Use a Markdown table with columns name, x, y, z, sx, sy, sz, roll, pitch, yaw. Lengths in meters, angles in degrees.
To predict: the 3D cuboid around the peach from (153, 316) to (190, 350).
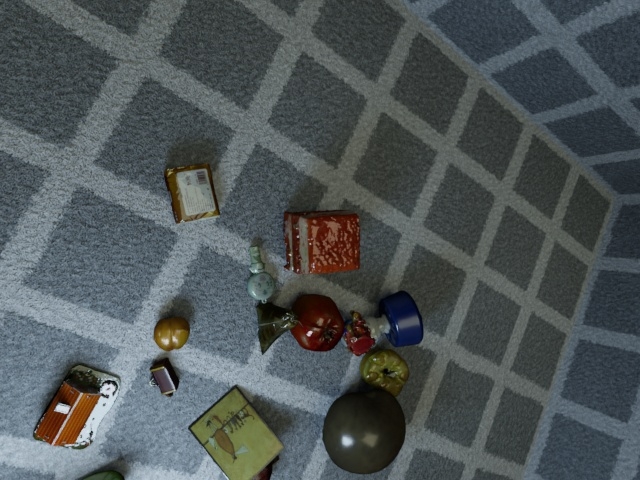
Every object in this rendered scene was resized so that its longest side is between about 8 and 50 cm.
| name | x | y | z | sx | sy | sz | roll | pitch | yaw |
| --- | --- | --- | --- | --- | --- | --- | --- | --- | --- |
| peach | -0.587 | 0.370 | 1.647 | 0.138 | 0.138 | 0.138 | -1 | 92 | -25 |

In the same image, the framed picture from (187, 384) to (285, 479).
| name | x | y | z | sx | sy | sz | roll | pitch | yaw |
| --- | --- | --- | --- | --- | --- | --- | --- | --- | --- |
| framed picture | -0.352 | 0.831 | 1.756 | 0.255 | 0.014 | 0.338 | -39 | 81 | -19 |

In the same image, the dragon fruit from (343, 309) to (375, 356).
| name | x | y | z | sx | sy | sz | roll | pitch | yaw |
| --- | --- | --- | --- | --- | --- | --- | --- | --- | --- |
| dragon fruit | 0.167 | 0.413 | 1.864 | 0.133 | 0.150 | 0.207 | -7 | 81 | -29 |

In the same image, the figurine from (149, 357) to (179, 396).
| name | x | y | z | sx | sy | sz | roll | pitch | yaw |
| --- | --- | --- | --- | --- | --- | --- | --- | --- | --- |
| figurine | -0.630 | 0.562 | 1.665 | 0.098 | 0.082 | 0.154 | -21 | 101 | -10 |

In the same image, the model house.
| name | x | y | z | sx | sy | sz | roll | pitch | yaw |
| --- | --- | --- | --- | --- | --- | --- | --- | --- | --- |
| model house | -0.876 | 0.628 | 1.504 | 0.207 | 0.154 | 0.293 | 30 | 78 | -22 |

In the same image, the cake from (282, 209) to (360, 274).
| name | x | y | z | sx | sy | sz | roll | pitch | yaw |
| --- | --- | --- | --- | --- | --- | --- | --- | --- | --- |
| cake | 0.000 | 0.000 | 1.808 | 0.270 | 0.319 | 0.269 | -5 | 95 | -26 |

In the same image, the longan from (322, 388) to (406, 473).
| name | x | y | z | sx | sy | sz | roll | pitch | yaw |
| --- | --- | --- | --- | --- | --- | --- | --- | --- | --- |
| longan | 0.202 | 0.875 | 1.918 | 0.405 | 0.336 | 0.404 | -2 | 96 | -25 |

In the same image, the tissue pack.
| name | x | y | z | sx | sy | sz | roll | pitch | yaw |
| --- | --- | --- | --- | --- | --- | --- | --- | --- | --- |
| tissue pack | -0.518 | -0.188 | 1.685 | 0.183 | 0.092 | 0.226 | -14 | 98 | -24 |

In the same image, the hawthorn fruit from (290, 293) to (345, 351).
| name | x | y | z | sx | sy | sz | roll | pitch | yaw |
| --- | --- | --- | --- | --- | --- | --- | --- | --- | --- |
| hawthorn fruit | -0.002 | 0.367 | 1.829 | 0.254 | 0.300 | 0.254 | -2 | 95 | -25 |

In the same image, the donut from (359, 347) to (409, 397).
| name | x | y | z | sx | sy | sz | roll | pitch | yaw |
| --- | --- | --- | --- | --- | --- | --- | --- | --- | --- |
| donut | 0.321 | 0.652 | 2.084 | 0.261 | 0.128 | 0.208 | 44 | 73 | -20 |

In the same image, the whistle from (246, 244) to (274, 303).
| name | x | y | z | sx | sy | sz | roll | pitch | yaw |
| --- | --- | --- | --- | --- | --- | --- | --- | --- | --- |
| whistle | -0.272 | 0.150 | 1.827 | 0.126 | 0.067 | 0.257 | -12 | 92 | -37 |

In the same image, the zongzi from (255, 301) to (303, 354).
| name | x | y | z | sx | sy | sz | roll | pitch | yaw |
| --- | --- | --- | --- | --- | --- | --- | --- | --- | --- |
| zongzi | -0.178 | 0.400 | 1.783 | 0.111 | 0.248 | 0.240 | -4 | 96 | -42 |

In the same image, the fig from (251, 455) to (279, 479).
| name | x | y | z | sx | sy | sz | roll | pitch | yaw |
| --- | --- | --- | --- | --- | --- | --- | --- | --- | --- |
| fig | -0.269 | 1.004 | 1.801 | 0.202 | 0.148 | 0.149 | 5 | 55 | -13 |

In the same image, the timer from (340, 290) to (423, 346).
| name | x | y | z | sx | sy | sz | roll | pitch | yaw |
| --- | --- | --- | --- | --- | --- | --- | --- | --- | --- |
| timer | 0.271 | 0.415 | 2.013 | 0.384 | 0.270 | 0.270 | -13 | 97 | -10 |

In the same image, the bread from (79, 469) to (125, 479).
| name | x | y | z | sx | sy | sz | roll | pitch | yaw |
| --- | --- | --- | --- | --- | --- | --- | --- | --- | --- |
| bread | -0.830 | 0.963 | 1.413 | 0.382 | 0.366 | 0.129 | -18 | 99 | 1 |
